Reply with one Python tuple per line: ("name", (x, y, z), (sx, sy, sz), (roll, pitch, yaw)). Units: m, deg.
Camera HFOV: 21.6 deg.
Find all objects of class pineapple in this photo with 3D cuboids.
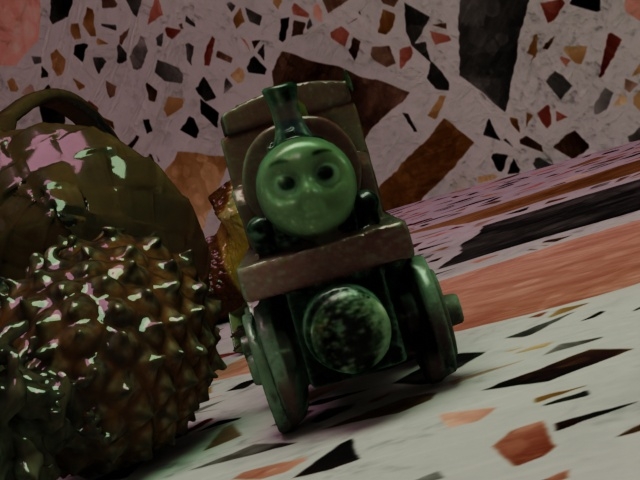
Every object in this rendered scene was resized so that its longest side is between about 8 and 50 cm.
("pineapple", (-0.173, 0.106, 1.102), (0.175, 0.175, 0.361), (-17, 16, 18))

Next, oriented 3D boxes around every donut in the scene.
("donut", (-0.123, 0.037, 2.070), (0.295, 0.151, 0.112), (-37, 14, 14))

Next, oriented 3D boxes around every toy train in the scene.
("toy train", (0.000, 0.000, 1.163), (0.150, 0.221, 0.304), (-16, 4, -2))

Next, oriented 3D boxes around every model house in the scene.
("model house", (-0.043, 0.079, 1.644), (0.058, 0.057, 0.083), (12, -37, -36))

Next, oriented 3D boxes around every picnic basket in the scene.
("picnic basket", (-0.254, -0.006, 1.651), (0.337, 0.293, 0.337), (-23, 28, 13))

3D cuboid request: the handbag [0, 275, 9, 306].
("handbag", (-0.449, 0.073, 1.407), (0.341, 0.240, 0.247), (26, 14, 7))
